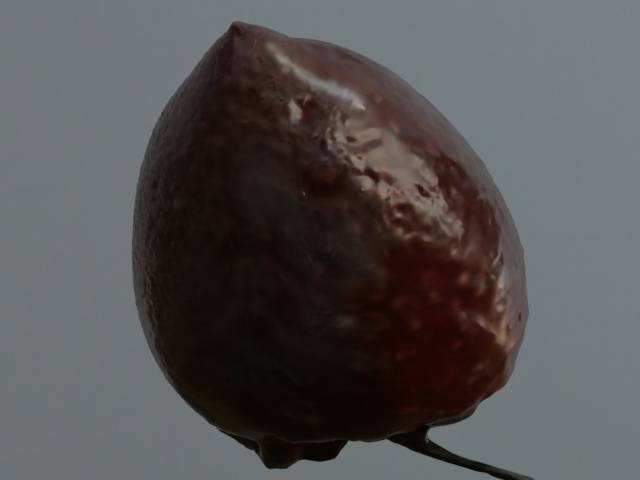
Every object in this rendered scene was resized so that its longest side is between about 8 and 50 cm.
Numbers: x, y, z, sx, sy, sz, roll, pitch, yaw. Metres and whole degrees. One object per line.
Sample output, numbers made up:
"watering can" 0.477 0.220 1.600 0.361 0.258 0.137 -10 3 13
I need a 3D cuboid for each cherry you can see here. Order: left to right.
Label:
"cherry" 0.000 0.000 0.706 0.192 0.175 0.249 3 -48 34
